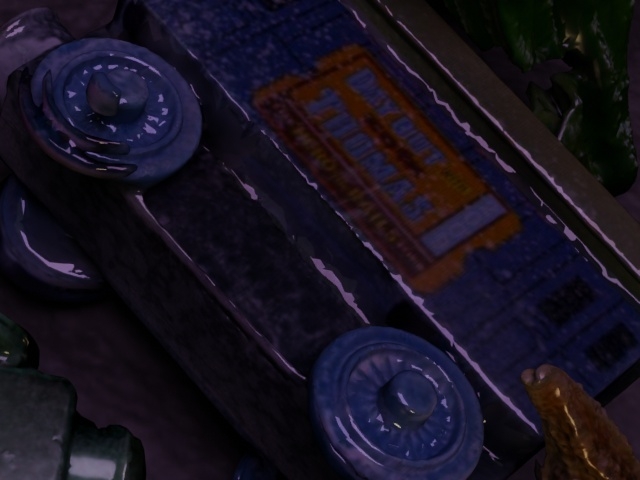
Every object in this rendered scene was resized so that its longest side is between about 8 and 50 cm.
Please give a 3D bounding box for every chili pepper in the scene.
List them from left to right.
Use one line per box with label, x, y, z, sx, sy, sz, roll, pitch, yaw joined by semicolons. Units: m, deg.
chili pepper;0.098;-0.112;0.613;0.083;0.253;0.099;25;64;40

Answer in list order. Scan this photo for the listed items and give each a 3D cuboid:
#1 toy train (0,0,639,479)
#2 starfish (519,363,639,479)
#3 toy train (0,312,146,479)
toy train;0.000;0.000;0.576;0.202;0.131;0.299;-33;75;-36
starfish;0.095;0.163;0.448;0.277;0.062;0.235;10;74;-21
toy train;-0.194;0.066;0.452;0.270;0.154;0.115;10;58;-11
